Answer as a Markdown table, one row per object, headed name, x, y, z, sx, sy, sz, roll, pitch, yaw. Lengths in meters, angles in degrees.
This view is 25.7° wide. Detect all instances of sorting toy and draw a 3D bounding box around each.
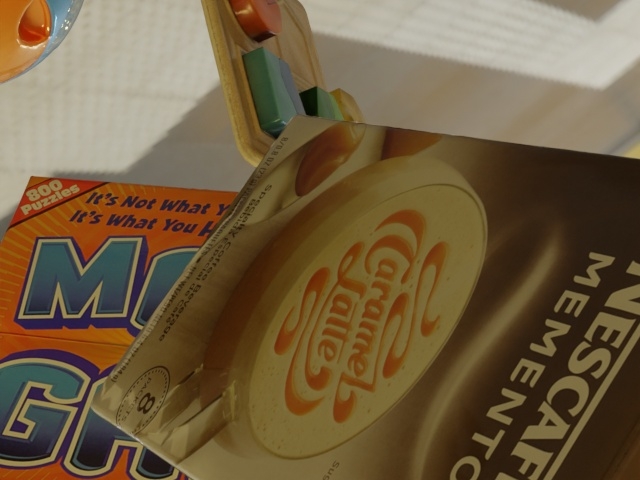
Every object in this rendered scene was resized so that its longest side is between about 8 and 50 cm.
| name | x | y | z | sx | sy | sz | roll | pitch | yaw |
| --- | --- | --- | --- | --- | --- | --- | --- | --- | --- |
| sorting toy | -0.010 | -0.126 | 1.138 | 0.041 | 0.229 | 0.307 | -25 | 161 | 17 |

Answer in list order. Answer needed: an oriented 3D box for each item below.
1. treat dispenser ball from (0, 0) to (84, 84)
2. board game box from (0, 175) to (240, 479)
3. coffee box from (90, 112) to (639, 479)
| name | x | y | z | sx | sy | sz | roll | pitch | yaw |
| --- | --- | --- | --- | --- | --- | --- | --- | --- | --- |
| treat dispenser ball | -0.386 | -0.299 | 1.469 | 0.288 | 0.288 | 0.288 | -32 | 166 | -9 |
| board game box | -0.104 | 0.201 | 1.239 | 0.356 | 0.357 | 0.356 | 80 | 20 | -49 |
| coffee box | 0.045 | 0.047 | 0.438 | 0.141 | 0.098 | 0.246 | -56 | -151 | -11 |
